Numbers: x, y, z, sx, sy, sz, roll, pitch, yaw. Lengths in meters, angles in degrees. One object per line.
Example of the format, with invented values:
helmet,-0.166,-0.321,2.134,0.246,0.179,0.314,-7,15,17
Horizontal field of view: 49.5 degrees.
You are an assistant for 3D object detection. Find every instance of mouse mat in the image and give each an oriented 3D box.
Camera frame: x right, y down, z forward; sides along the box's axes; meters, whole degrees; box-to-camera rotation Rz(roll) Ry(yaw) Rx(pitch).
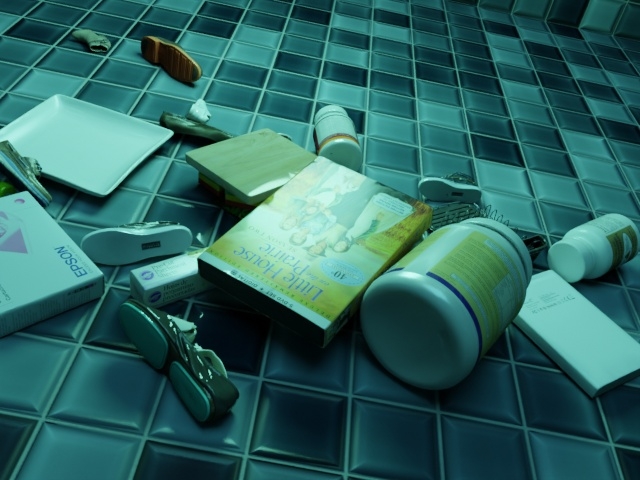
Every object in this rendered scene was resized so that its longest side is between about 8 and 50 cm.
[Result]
mouse mat,-0.154,-0.100,1.705,0.152,0.007,0.189,30,41,21

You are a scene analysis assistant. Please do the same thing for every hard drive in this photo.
hard drive,0.545,0.191,1.510,0.203,0.040,0.307,-13,44,-31

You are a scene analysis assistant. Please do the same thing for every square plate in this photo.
square plate,-0.594,-0.233,1.708,0.347,0.049,0.344,18,38,7

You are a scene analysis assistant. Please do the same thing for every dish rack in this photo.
dish rack,0.391,-0.022,1.713,0.208,0.074,0.271,-13,44,-32

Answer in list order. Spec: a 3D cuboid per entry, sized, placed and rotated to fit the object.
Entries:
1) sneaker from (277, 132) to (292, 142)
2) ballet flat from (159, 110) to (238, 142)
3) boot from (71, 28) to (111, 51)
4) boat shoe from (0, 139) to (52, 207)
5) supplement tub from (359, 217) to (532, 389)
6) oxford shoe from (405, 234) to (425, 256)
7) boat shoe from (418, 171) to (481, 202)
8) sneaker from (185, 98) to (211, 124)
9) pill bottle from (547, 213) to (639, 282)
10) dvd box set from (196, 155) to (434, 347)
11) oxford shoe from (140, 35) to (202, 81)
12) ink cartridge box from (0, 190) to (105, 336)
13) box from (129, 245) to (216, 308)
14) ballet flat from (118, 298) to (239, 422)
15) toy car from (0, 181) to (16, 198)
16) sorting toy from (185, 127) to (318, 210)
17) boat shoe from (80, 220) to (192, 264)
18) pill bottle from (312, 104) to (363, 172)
sneaker,-0.138,-0.254,1.882,0.061,0.065,0.158,-14,-6,44
ballet flat,-0.315,-0.283,1.859,0.250,0.058,0.084,19,0,-1
boot,-0.724,-0.628,2.189,0.118,0.042,0.087,-1,41,-17
boat shoe,-0.650,-0.152,1.524,0.183,0.066,0.066,46,58,-3
supplement tub,0.257,0.110,1.363,0.241,0.241,0.331,32,41,23
oxford shoe,0.116,-0.060,1.637,0.169,0.130,0.449,-10,41,-23
boat shoe,0.341,-0.149,1.876,0.183,0.065,0.083,9,35,-17
sneaker,-0.336,-0.354,1.939,0.061,0.054,0.152,33,18,-13
pill bottle,0.664,0.022,1.690,0.229,0.131,0.131,-18,47,-35
dvd box set,0.000,0.000,1.419,0.307,0.062,0.420,27,48,23
oxford shoe,-0.443,-0.574,2.161,0.271,0.097,0.098,37,37,28
ink cartridge box,-0.639,0.050,1.315,0.330,0.071,0.324,-23,50,-40
box,-0.230,0.057,1.429,0.324,0.063,0.067,-18,47,-35
ballet flat,-0.245,0.204,1.224,0.280,0.095,0.096,46,37,22
toy car,-0.749,-0.162,1.452,0.155,0.188,0.149,25,39,16
sorting toy,-0.151,-0.159,1.690,0.257,0.089,0.255,-24,44,-37
boat shoe,-0.388,-0.006,1.460,0.228,0.080,0.076,-10,25,-23
pill bottle,0.042,-0.274,1.893,0.121,0.121,0.221,5,37,-11
